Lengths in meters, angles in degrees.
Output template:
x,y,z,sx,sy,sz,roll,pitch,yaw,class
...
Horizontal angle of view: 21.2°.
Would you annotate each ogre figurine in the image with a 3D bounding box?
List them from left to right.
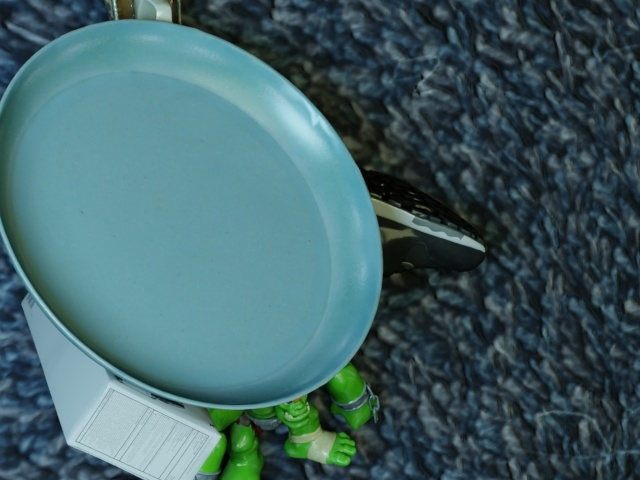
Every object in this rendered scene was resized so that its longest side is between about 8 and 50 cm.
x,y,z,sx,sy,sz,roll,pitch,yaw,class
-0.042,0.144,1.434,0.197,0.097,0.118,-14,122,-8,ogre figurine

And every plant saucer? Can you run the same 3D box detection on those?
x,y,z,sx,sy,sz,roll,pitch,yaw,class
-0.099,-0.017,1.249,0.318,0.044,0.317,17,54,-25,plant saucer

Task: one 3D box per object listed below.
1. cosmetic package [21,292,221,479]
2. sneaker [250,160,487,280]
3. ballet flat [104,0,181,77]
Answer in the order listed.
x,y,z,sx,sy,sz,roll,pitch,yaw,class
-0.154,0.093,1.283,0.099,0.239,0.060,32,100,-27,cosmetic package
0.000,0.000,1.440,0.283,0.107,0.124,16,105,-23,sneaker
-0.136,-0.195,1.341,0.077,0.079,0.221,-10,102,-23,ballet flat
